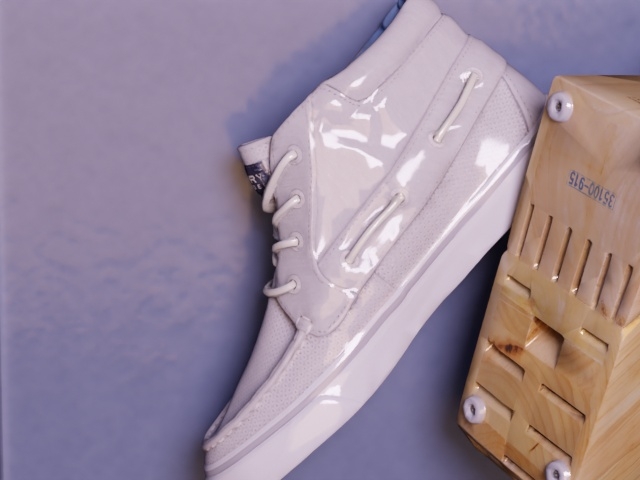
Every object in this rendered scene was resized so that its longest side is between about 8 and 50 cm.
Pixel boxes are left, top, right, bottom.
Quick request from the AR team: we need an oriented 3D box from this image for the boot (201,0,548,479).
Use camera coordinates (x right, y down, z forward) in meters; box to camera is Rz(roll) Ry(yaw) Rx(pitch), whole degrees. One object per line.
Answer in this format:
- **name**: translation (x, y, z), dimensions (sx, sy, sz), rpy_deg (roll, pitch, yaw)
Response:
- **boot**: translation (0.000, 0.000, 0.735), dimensions (0.123, 0.095, 0.258), rpy_deg (41, 86, -9)

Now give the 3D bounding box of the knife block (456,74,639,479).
- **knife block**: translation (0.211, -0.005, 0.736), dimensions (0.242, 0.088, 0.275), rpy_deg (-2, 116, -34)
